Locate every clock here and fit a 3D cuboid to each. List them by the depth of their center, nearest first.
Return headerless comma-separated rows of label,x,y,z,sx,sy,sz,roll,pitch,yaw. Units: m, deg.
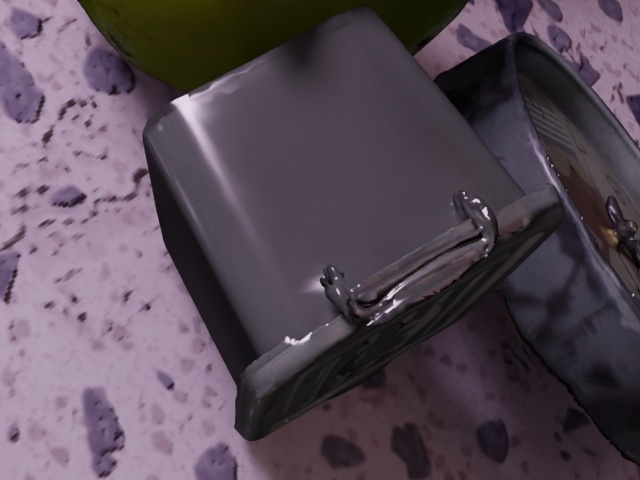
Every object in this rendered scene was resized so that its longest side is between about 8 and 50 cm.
clock,0.197,0.000,0.672,0.325,0.067,0.325,39,31,-29

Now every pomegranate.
pomegranate,-0.033,-0.189,0.532,0.260,0.260,0.340,46,16,-9

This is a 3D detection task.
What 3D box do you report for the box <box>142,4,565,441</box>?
box,0.000,0.000,0.500,0.163,0.243,0.135,-29,78,-13
